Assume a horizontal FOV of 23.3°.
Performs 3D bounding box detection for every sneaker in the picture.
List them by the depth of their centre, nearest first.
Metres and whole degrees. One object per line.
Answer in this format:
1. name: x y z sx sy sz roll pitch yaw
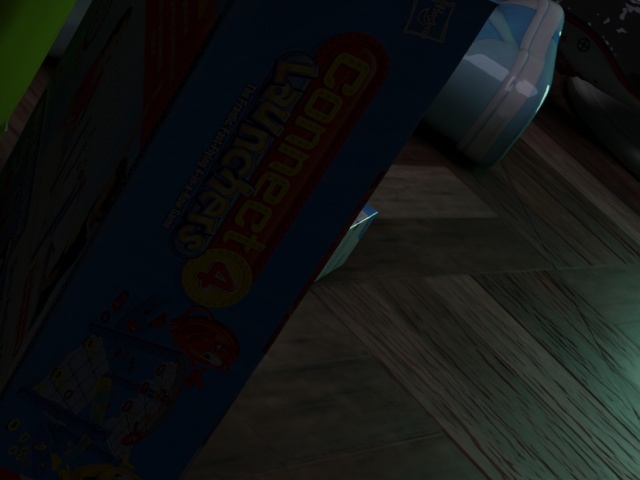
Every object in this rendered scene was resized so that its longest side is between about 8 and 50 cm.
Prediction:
1. sneaker: 0.110 -0.204 1.443 0.208 0.127 0.319 32 22 -6
2. sneaker: 0.279 -0.206 1.649 0.270 0.090 0.145 37 -18 -3

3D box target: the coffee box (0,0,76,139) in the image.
1. coffee box: -0.292 -0.254 0.748 0.334 0.338 0.338 40 24 14

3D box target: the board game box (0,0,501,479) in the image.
1. board game box: -0.061 -0.060 0.714 0.086 0.302 0.308 25 25 -19

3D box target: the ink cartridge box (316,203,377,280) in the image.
1. ink cartridge box: 0.000 0.000 0.996 0.028 0.048 0.083 38 23 10

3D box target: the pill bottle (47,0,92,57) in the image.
1. pill bottle: -0.166 -0.247 1.133 0.152 0.152 0.272 28 24 -13

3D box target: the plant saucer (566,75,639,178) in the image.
1. plant saucer: 0.470 -0.118 1.739 0.400 0.100 0.400 25 27 -14
